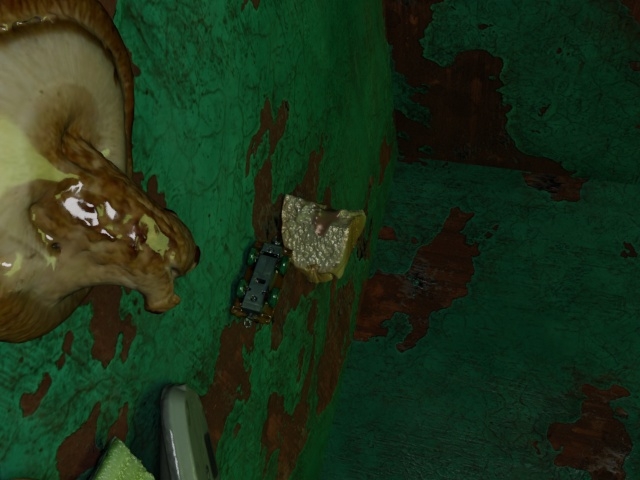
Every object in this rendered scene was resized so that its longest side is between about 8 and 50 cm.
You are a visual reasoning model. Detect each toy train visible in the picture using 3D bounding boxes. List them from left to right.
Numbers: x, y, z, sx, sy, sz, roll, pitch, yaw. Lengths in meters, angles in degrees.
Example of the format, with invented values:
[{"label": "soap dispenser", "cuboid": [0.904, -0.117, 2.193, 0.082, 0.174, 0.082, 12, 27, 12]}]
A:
[{"label": "toy train", "cuboid": [-0.126, 0.097, 1.516, 0.136, 0.091, 0.228, 94, 11, -63]}]

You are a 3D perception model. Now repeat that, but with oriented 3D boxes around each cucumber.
[{"label": "cucumber", "cuboid": [-0.320, 0.413, 0.959, 0.115, 0.063, 0.244, 50, 35, -23]}]

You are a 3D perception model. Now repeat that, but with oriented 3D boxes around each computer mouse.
[{"label": "computer mouse", "cuboid": [-0.230, 0.411, 1.171, 0.197, 0.095, 0.331, 96, -20, -81]}]

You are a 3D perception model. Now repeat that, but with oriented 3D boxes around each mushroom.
[{"label": "mushroom", "cuboid": [-0.247, -0.076, 0.587, 0.345, 0.259, 0.346, 9, 90, -77]}]

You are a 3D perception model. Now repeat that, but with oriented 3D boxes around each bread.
[{"label": "bread", "cuboid": [0.002, 0.006, 1.764, 0.224, 0.183, 0.211, 6, 94, -73]}]

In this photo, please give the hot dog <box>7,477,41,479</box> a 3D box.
[{"label": "hot dog", "cuboid": [-0.339, 0.416, 0.792, 0.153, 0.150, 0.257, 51, 49, -58]}]
